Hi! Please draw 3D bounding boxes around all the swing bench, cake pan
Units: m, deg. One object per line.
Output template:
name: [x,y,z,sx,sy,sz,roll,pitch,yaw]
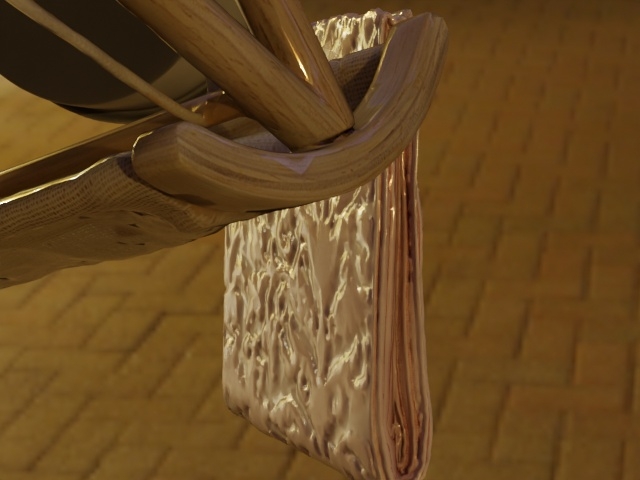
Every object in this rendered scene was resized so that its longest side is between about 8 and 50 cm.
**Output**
swing bench: [-0.139,-0.076,0.553,0.253,0.254,0.165,-17,32,36]
cake pan: [-0.159,-0.222,1.148,0.293,0.293,0.054,9,16,27]

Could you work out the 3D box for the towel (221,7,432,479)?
towel: [0.000,0.000,1.210,0.053,0.317,0.332,0,4,-20]
